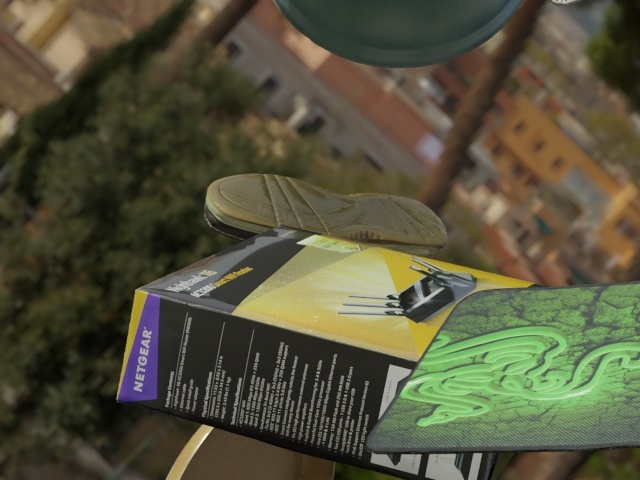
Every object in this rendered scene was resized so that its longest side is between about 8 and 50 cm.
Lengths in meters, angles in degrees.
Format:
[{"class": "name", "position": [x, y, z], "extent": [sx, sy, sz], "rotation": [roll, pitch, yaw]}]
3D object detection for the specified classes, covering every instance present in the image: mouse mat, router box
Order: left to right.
[{"class": "router box", "position": [0.033, 0.071, 1.282], "extent": [0.243, 0.081, 0.309], "rotation": [13, 12, 14]}, {"class": "mouse mat", "position": [0.129, 0.065, 0.989], "extent": [0.152, 0.190, 0.007], "rotation": [-52, 126, -47]}]

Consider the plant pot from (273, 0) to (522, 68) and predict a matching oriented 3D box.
[{"class": "plant pot", "position": [0.082, -0.346, 1.866], "extent": [0.293, 0.293, 0.196], "rotation": [47, -15, 14]}]

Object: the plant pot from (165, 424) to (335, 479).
[{"class": "plant pot", "position": [-0.072, 0.230, 1.619], "extent": [0.032, 0.236, 0.236], "rotation": [22, -4, 34]}]

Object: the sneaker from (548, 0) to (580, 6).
[{"class": "sneaker", "position": [0.294, -0.302, 2.074], "extent": [0.051, 0.134, 0.070], "rotation": [41, -13, 4]}]

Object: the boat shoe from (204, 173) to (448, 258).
[{"class": "boat shoe", "position": [0.000, -0.001, 1.561], "extent": [0.224, 0.073, 0.080], "rotation": [6, 38, -30]}]
